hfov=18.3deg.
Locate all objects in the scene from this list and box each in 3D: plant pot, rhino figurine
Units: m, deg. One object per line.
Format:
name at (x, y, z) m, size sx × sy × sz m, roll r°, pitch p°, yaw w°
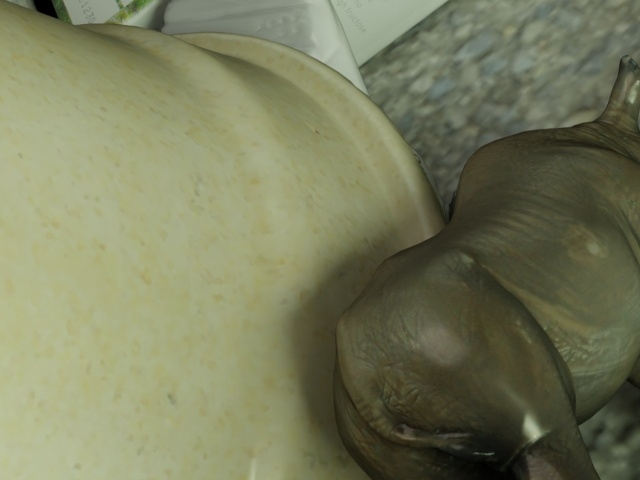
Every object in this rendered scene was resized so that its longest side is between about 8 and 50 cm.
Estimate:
plant pot at (-0.178, 0.032, 0.605) m, size 0.334 × 0.305 × 0.334 m, roll -20°, pitch 58°, yaw 36°
rhino figurine at (0.082, 0.013, 0.598) m, size 0.243 × 0.106 × 0.073 m, roll -47°, pitch -11°, yaw -53°

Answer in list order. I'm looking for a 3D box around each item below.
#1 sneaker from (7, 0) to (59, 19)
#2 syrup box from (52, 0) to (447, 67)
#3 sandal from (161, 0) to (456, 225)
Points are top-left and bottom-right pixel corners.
sneaker at (-0.164, -0.046, 0.907) m, size 0.118 × 0.110 × 0.292 m, roll -4°, pitch 51°, yaw 27°
syrup box at (0.003, -0.141, 0.853) m, size 0.237 × 0.096 × 0.093 m, roll -36°, pitch 40°, yaw 7°
sandal at (0.008, -0.006, 0.726) m, size 0.102 × 0.076 × 0.265 m, roll -32°, pitch 52°, yaw 29°
